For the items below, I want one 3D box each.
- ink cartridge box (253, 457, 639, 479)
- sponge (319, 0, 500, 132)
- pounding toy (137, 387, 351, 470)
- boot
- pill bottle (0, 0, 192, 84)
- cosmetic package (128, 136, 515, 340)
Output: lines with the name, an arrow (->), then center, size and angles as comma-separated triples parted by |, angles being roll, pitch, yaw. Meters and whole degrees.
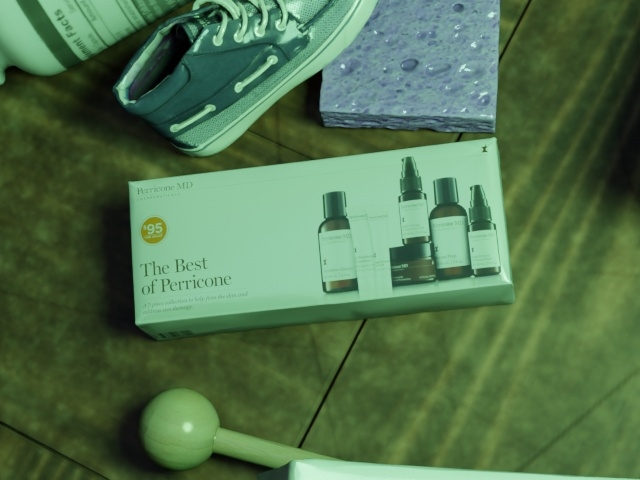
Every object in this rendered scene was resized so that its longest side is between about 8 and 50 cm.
ink cartridge box -> 0.091, 0.314, 0.836 | 0.279, 0.160, 0.385 | 5, 74, -12
sponge -> 0.064, -0.177, 1.082 | 0.117, 0.031, 0.210 | 2, 75, 9
pounding toy -> -0.076, 0.215, 0.961 | 0.183, 0.110, 0.237 | 19, 80, 14
boot -> -0.044, -0.135, 1.038 | 0.190, 0.086, 0.069 | -46, 57, 9
pill bottle -> -0.159, -0.209, 1.060 | 0.283, 0.161, 0.161 | -28, 73, 2
cosmetic package -> 0.000, 0.000, 1.031 | 0.239, 0.060, 0.099 | -7, 73, 8
